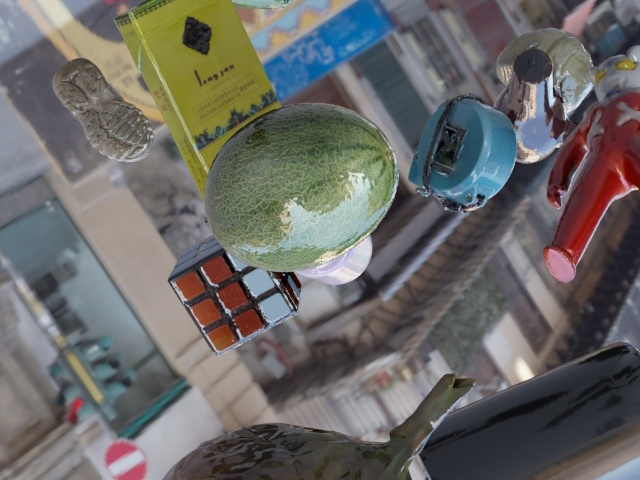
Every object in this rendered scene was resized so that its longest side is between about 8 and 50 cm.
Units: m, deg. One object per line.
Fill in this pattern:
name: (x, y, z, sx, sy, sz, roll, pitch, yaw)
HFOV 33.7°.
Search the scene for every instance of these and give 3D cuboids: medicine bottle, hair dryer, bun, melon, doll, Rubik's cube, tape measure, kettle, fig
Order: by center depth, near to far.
melon: (-0.023, -0.043, 0.896, 0.192, 0.139, 0.139, -21, -169, 32)
fig: (0.020, 0.264, 0.996, 0.369, 0.286, 0.286, -43, -178, 18)
doll: (0.342, -0.106, 1.188, 0.188, 0.099, 0.384, -21, -154, 29)
tape measure: (0.179, -0.106, 1.301, 0.081, 0.146, 0.125, 12, -170, -36)
kettle: (0.298, 0.294, 1.336, 0.308, 0.262, 0.203, -25, -159, -2)
hair dryer: (0.436, -0.170, 1.663, 0.312, 0.340, 0.123, 73, 40, -75)
Rubik's cube: (-0.140, 0.069, 1.760, 0.160, 0.163, 0.162, -29, -170, 8)
bun: (0.390, -0.300, 1.794, 0.113, 0.166, 0.173, -60, -171, -9)
medicine bottle: (0.000, 0.000, 1.956, 0.152, 0.152, 0.254, -32, 165, 11)

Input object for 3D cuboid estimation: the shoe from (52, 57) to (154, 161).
shoe: (-0.327, -0.187, 1.588, 0.089, 0.180, 0.092, -43, -176, -8)

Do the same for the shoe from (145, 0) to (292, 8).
shoe: (-0.145, -0.403, 1.474, 0.140, 0.262, 0.128, -84, -176, -49)

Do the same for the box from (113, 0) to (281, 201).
box: (-0.124, -0.172, 1.277, 0.041, 0.279, 0.153, -8, -156, 48)
